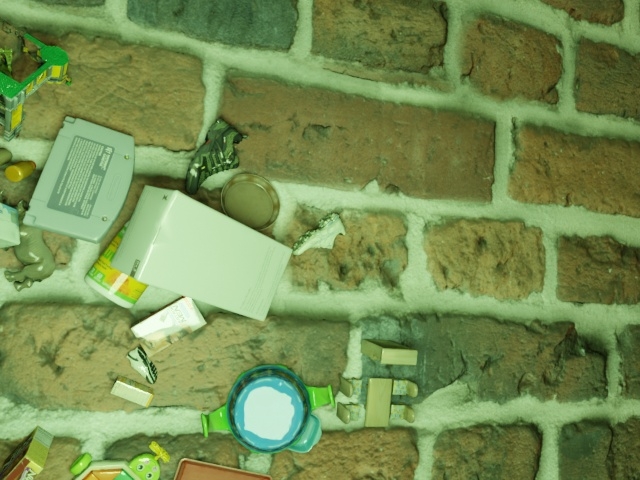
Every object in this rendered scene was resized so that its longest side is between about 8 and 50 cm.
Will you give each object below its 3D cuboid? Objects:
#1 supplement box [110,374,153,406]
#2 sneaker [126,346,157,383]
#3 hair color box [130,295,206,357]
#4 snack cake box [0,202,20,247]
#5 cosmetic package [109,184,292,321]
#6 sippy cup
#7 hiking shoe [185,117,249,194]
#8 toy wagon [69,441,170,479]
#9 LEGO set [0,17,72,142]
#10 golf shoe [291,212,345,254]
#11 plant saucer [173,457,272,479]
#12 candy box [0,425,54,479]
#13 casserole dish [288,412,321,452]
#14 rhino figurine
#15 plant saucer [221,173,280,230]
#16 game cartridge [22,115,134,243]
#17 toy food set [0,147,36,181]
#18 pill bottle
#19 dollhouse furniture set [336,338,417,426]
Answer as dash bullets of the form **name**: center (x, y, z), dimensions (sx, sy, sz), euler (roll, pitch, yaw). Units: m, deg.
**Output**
- **supplement box**: center (-0.480, 0.384, 1.311), dimensions (0.099, 0.062, 0.036), euler (28, 82, -16)
- **sneaker**: center (-0.463, 0.328, 1.335), dimensions (0.044, 0.040, 0.109), euler (-22, 101, 11)
- **hair color box**: center (-0.397, 0.220, 1.345), dimensions (0.167, 0.053, 0.093), euler (-31, 99, -15)
- **snack cake box**: center (-0.830, -0.023, 1.118), dimensions (0.265, 0.152, 0.089), euler (-10, 80, -2)
- **cosmetic package**: center (-0.275, 0.040, 1.253), dimensions (0.385, 0.156, 0.217), euler (31, 78, -43)
- **sippy cup**: center (-0.131, 0.432, 1.308), dimensions (0.240, 0.224, 0.305), euler (43, 75, 5)
- **hiking shoe**: center (-0.278, -0.212, 1.373), dimensions (0.114, 0.086, 0.226), euler (28, 80, -12)
- **toy wagon**: center (-0.531, 0.658, 1.287), dimensions (0.344, 0.068, 0.267), euler (-43, 102, -14)
- **LEGO set**: center (-0.778, -0.391, 1.198), dimensions (0.332, 0.192, 0.254), euler (25, 52, -19)
- **golf shoe**: center (0.000, 0.000, 1.473), dimensions (0.176, 0.069, 0.086), euler (-38, 106, -14)
- **plant saucer**: center (-0.291, 0.727, 1.375), dimensions (0.259, 0.048, 0.258), euler (20, 83, -17)
- **candy box**: center (-0.683, 0.514, 1.177), dimensions (0.053, 0.187, 0.109), euler (45, 76, -15)
- **casserole dish**: center (-0.088, 0.524, 1.449), dimensions (0.189, 0.037, 0.114), euler (25, 82, -15)
- **rhino figurine**: center (-0.721, -0.006, 1.234), dimensions (0.106, 0.073, 0.243), euler (-19, 94, -13)
- **plant saucer**: center (-0.193, -0.102, 1.408), dimensions (0.169, 0.029, 0.168), euler (9, 69, -23)
- **game cartridge**: center (-0.574, -0.146, 1.263), dimensions (0.196, 0.060, 0.294), euler (17, 70, -13)
- **toy food set**: center (-0.811, -0.161, 1.213), dimensions (0.233, 0.104, 0.111), euler (-22, 110, 1)
- **pill bottle**: center (-0.458, 0.034, 1.284), dimensions (0.136, 0.136, 0.245), euler (37, 79, -14)
- **dollhouse furniture set**: center (0.181, 0.418, 1.472), dimensions (0.212, 0.161, 0.241), euler (6, 87, -18)
